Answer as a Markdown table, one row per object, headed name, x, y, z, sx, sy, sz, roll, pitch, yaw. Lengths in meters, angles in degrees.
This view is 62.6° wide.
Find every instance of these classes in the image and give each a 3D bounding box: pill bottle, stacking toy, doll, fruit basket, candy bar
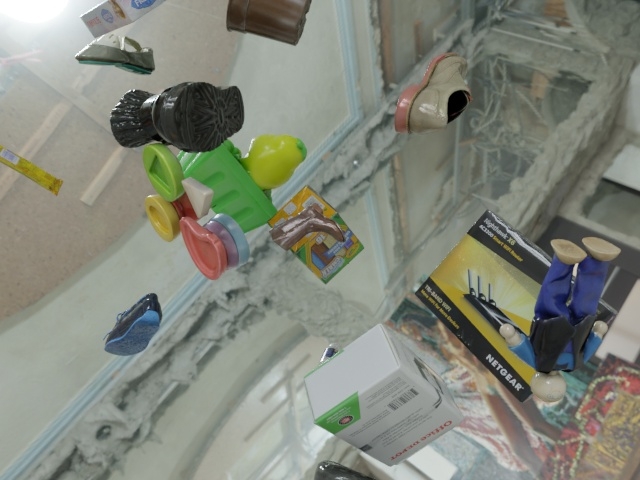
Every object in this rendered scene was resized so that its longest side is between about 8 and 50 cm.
| name | x | y | z | sx | sy | sz | roll | pitch | yaw |
| --- | --- | --- | --- | --- | --- | --- | --- | --- | --- |
| pill bottle | 0.038 | 0.438 | 1.958 | 0.120 | 0.067 | 0.067 | -57 | -19 | -58 |
| stacking toy | -0.272 | -0.084 | 1.200 | 0.130 | 0.309 | 0.279 | -31 | -35 | -34 |
| doll | 0.254 | 0.091 | 0.561 | 0.129 | 0.046 | 0.189 | -4 | -65 | -11 |
| fruit basket | -0.230 | -0.239 | 1.719 | 0.392 | 0.283 | 0.392 | -11 | -59 | -19 |
| candy bar | -0.617 | -0.151 | 1.099 | 0.161 | 0.018 | 0.040 | 36 | -129 | -36 |

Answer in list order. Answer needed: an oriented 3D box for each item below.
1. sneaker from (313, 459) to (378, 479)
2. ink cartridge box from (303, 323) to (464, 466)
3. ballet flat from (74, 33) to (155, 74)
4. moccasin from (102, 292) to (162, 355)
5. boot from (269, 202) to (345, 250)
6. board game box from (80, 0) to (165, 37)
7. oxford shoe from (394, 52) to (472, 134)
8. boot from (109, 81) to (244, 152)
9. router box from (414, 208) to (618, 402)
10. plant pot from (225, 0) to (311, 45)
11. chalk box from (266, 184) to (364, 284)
| name | x | y | z | sx | sy | sz | roll | pitch | yaw |
| --- | --- | --- | --- | --- | --- | --- | --- | --- | --- |
| sneaker | 0.097 | 0.639 | 1.076 | 0.447 | 0.169 | 0.257 | 49 | -122 | -38 |
| ink cartridge box | 0.137 | 0.337 | 1.113 | 0.211 | 0.121 | 0.289 | -37 | -53 | 12 |
| ballet flat | -0.401 | -0.369 | 1.032 | 0.213 | 0.072 | 0.068 | -34 | -52 | -70 |
| moccasin | -0.602 | 0.282 | 1.737 | 0.137 | 0.117 | 0.342 | 25 | -44 | -35 |
| boot | -0.026 | -0.007 | 0.964 | 0.114 | 0.106 | 0.037 | -33 | -30 | -22 |
| board game box | -0.410 | -0.628 | 1.304 | 0.318 | 0.318 | 0.066 | -46 | -56 | -21 |
| oxford shoe | 0.293 | -0.333 | 1.219 | 0.348 | 0.130 | 0.123 | -52 | -32 | -38 |
| boot | -0.326 | -0.250 | 1.077 | 0.348 | 0.260 | 0.131 | -56 | -34 | -73 |
| router box | 0.382 | 0.126 | 1.067 | 0.243 | 0.309 | 0.081 | -53 | -31 | 17 |
| plant pot | -0.114 | -0.542 | 1.224 | 0.167 | 0.165 | 0.167 | -162 | 90 | -86 |
| chalk box | 0.000 | 0.000 | 1.669 | 0.179 | 0.180 | 0.289 | -43 | -40 | -2 |
